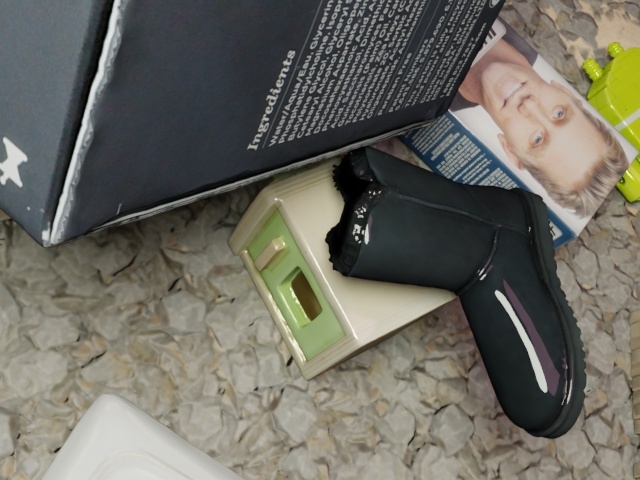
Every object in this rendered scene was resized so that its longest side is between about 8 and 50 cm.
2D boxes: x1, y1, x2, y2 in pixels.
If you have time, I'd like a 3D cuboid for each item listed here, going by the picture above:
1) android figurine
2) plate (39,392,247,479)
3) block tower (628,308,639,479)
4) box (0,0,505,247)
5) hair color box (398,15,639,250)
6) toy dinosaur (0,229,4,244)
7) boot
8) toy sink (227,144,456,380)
[{"bbox_3d":[0.466,-0.154,1.134,0.248,0.056,0.273,-36,85,-29],"label":"android figurine"},{"bbox_3d":[-0.146,0.309,0.705,0.277,0.045,0.278,34,60,-5],"label":"plate"},{"bbox_3d":[0.416,0.235,0.931,0.091,0.097,0.335,15,65,-15],"label":"block tower"},{"bbox_3d":[-0.140,-0.290,0.625,0.480,0.297,0.472,37,34,20],"label":"box"},{"bbox_3d":[0.197,-0.158,1.001,0.347,0.105,0.174,44,60,0],"label":"hair color box"},{"bbox_3d":[-0.342,-0.019,0.768,0.090,0.047,0.082,11,46,-6],"label":"toy dinosaur"},{"bbox_3d":[0.106,0.041,0.711,0.207,0.094,0.246,10,59,-21],"label":"boot"},{"bbox_3d":[0.000,0.000,0.830,0.131,0.153,0.234,-23,80,-28],"label":"toy sink"}]
